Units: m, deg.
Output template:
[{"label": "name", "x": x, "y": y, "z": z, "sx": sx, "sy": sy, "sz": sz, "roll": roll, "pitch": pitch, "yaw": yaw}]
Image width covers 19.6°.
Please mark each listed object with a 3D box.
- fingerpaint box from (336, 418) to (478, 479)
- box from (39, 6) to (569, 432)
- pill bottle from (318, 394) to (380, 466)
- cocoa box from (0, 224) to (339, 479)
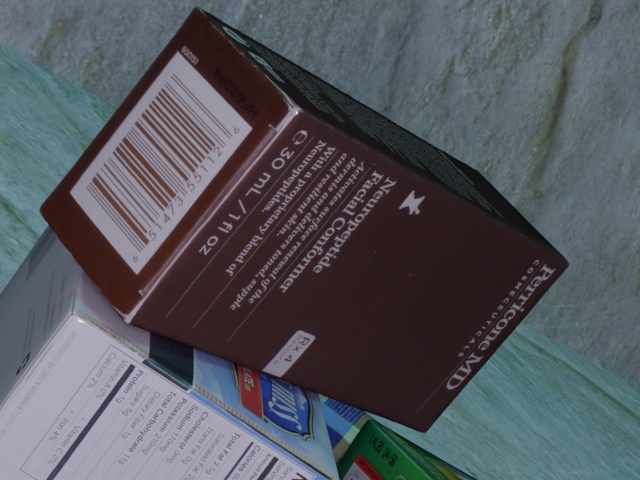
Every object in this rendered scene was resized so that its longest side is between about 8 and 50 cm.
[{"label": "fingerpaint box", "x": 0.218, "y": 0.364, "z": 1.619, "sx": 0.371, "sy": 0.163, "sz": 0.445, "roll": 32, "pitch": 2, "yaw": -22}, {"label": "box", "x": 0.000, "y": 0.000, "z": 1.367, "sx": 0.381, "sy": 0.191, "sz": 0.143, "roll": 24, "pitch": 19, "yaw": -52}, {"label": "pill bottle", "x": -0.054, "y": 0.173, "z": 1.874, "sx": 0.219, "sy": 0.123, "sz": 0.123, "roll": 37, "pitch": 11, "yaw": 8}, {"label": "cocoa box", "x": -0.151, "y": 0.143, "z": 1.408, "sx": 0.228, "sy": 0.231, "sz": 0.347, "roll": 34, "pitch": 11, "yaw": -14}]
